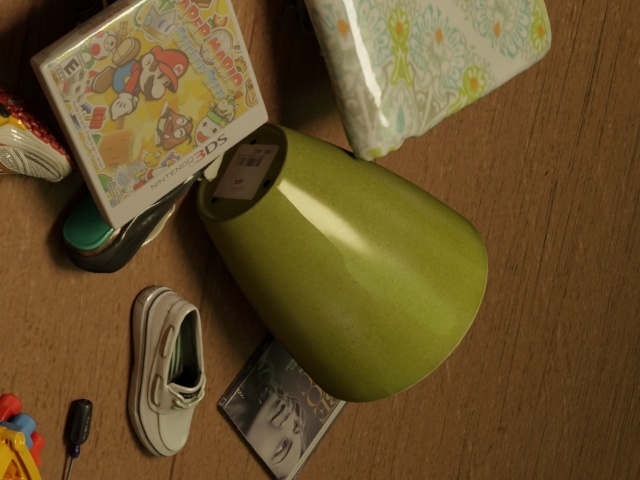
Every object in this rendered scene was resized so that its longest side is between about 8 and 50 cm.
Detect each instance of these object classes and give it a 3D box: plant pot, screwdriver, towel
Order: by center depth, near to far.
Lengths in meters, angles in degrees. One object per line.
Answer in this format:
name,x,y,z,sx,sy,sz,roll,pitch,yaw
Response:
screwdriver,-0.280,0.255,1.691,0.025,0.024,0.170,-56,162,-69
plant pot,0.000,0.000,1.754,0.293,0.275,0.275,41,73,-36
towel,0.120,-0.307,1.765,0.374,0.090,0.320,-32,108,-42

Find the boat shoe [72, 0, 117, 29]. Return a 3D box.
boat shoe,-0.201,-0.242,1.483,0.091,0.114,0.302,3,119,-13

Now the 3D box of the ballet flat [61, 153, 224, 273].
ballet flat,-0.170,-0.077,1.613,0.280,0.095,0.096,-48,150,-10

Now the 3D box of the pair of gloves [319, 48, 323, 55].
pair of gloves,0.080,-0.317,1.849,0.240,0.042,0.204,-6,112,-52

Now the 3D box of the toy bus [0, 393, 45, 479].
toy bus,-0.343,0.272,1.529,0.211,0.149,0.220,-59,148,-41

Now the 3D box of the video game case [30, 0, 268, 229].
video game case,-0.159,-0.146,1.472,0.206,0.026,0.227,-38,140,-18

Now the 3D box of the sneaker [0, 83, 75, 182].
sneaker,-0.319,-0.099,1.422,0.093,0.088,0.225,-44,150,11

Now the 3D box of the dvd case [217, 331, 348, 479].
dvd case,-0.041,0.210,1.975,0.164,0.018,0.221,-54,142,-21

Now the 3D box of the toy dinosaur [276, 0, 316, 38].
toy dinosaur,-0.013,-0.278,1.751,0.082,0.047,0.090,82,30,-61

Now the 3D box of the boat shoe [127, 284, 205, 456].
boat shoe,-0.172,0.163,1.732,0.083,0.076,0.226,-32,131,-39
